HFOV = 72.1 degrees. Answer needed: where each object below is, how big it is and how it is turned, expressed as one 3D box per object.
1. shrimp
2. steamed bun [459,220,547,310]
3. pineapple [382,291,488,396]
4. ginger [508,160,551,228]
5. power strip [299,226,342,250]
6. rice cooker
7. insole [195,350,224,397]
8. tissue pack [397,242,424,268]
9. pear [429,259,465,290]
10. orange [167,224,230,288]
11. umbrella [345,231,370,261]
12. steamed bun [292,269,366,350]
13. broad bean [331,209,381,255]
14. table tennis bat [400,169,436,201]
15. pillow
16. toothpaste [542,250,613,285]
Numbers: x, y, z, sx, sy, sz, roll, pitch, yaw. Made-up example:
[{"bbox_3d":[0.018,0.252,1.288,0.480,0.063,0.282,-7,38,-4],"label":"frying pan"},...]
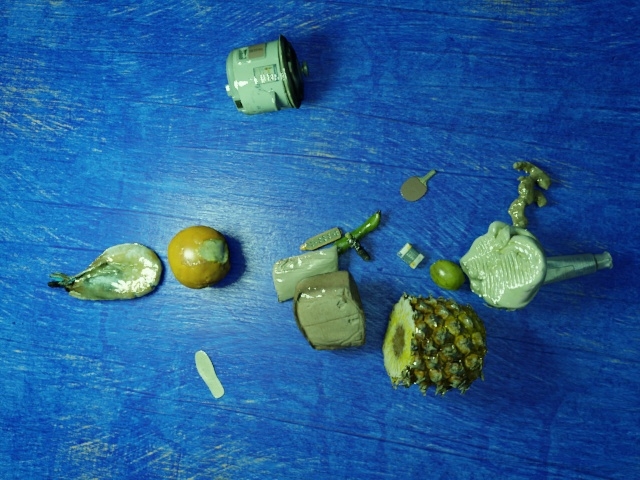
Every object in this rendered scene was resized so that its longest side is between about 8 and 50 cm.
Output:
[{"bbox_3d":[-0.837,0.129,1.710,0.445,0.110,0.221,-7,79,0],"label":"shrimp"},{"bbox_3d":[0.665,0.098,1.540,0.280,0.207,0.268,-55,50,21],"label":"steamed bun"},{"bbox_3d":[0.386,0.355,1.486,0.300,0.352,0.353,14,87,-2],"label":"pineapple"},{"bbox_3d":[0.778,-0.164,1.628,0.149,0.065,0.259,7,84,3],"label":"ginger"},{"bbox_3d":[0.000,0.000,1.689,0.178,0.028,0.049,-24,85,3],"label":"power strip"},{"bbox_3d":[-0.188,-0.605,1.633,0.316,0.264,0.317,-6,57,9],"label":"rice cooker"},{"bbox_3d":[-0.429,0.515,1.691,0.063,0.010,0.192,-30,84,1],"label":"insole"},{"bbox_3d":[0.339,0.057,1.652,0.083,0.042,0.062,43,87,6],"label":"tissue pack"},{"bbox_3d":[0.462,0.125,1.605,0.131,0.107,0.107,37,89,2],"label":"pear"},{"bbox_3d":[-0.440,0.061,1.613,0.239,0.240,0.240,0,86,4],"label":"orange"},{"bbox_3d":[0.138,0.025,1.639,0.037,0.040,0.144,-22,123,32],"label":"umbrella"},{"bbox_3d":[0.040,0.235,1.579,0.251,0.199,0.301,-9,118,13],"label":"steamed bun"},{"bbox_3d":[0.138,-0.022,1.668,0.256,0.053,0.052,-39,52,5],"label":"broad bean"},{"bbox_3d":[0.377,-0.215,1.686,0.156,0.013,0.087,-42,82,2],"label":"table tennis bat"},{"bbox_3d":[-0.048,0.130,1.656,0.270,0.067,0.173,-13,103,3],"label":"pillow"},{"bbox_3d":[0.887,0.098,1.600,0.299,0.073,0.114,-11,86,11],"label":"toothpaste"}]
